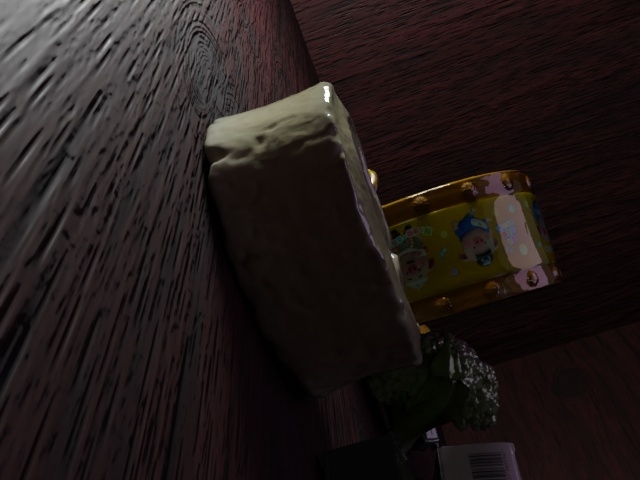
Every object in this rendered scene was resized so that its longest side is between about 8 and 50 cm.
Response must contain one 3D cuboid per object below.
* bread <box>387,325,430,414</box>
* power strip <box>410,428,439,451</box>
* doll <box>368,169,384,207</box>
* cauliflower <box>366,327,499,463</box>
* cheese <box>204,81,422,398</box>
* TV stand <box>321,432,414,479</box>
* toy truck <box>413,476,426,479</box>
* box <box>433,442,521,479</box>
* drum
[{"bbox_3d":[0.206,0.310,1.716,0.268,0.146,0.268,-18,90,-79],"label":"bread"},{"bbox_3d":[0.222,0.390,1.876,0.078,0.052,0.272,-46,-129,47],"label":"power strip"},{"bbox_3d":[0.134,0.021,1.825,0.339,0.209,0.317,-92,-166,-62],"label":"doll"},{"bbox_3d":[0.201,0.309,1.483,0.256,0.315,0.239,4,31,-40],"label":"cauliflower"},{"bbox_3d":[0.003,-0.002,0.866,0.292,0.153,0.332,-83,155,-74],"label":"cheese"},{"bbox_3d":[0.083,0.338,0.875,0.082,0.088,0.269,-98,168,-51],"label":"TV stand"},{"bbox_3d":[0.177,0.483,1.345,0.052,0.063,0.123,-79,149,-78],"label":"toy truck"},{"bbox_3d":[0.289,0.539,1.414,0.173,0.145,0.332,-91,178,-46],"label":"box"},{"bbox_3d":[0.218,0.040,1.415,0.431,0.431,0.214,31,41,-80],"label":"drum"}]
